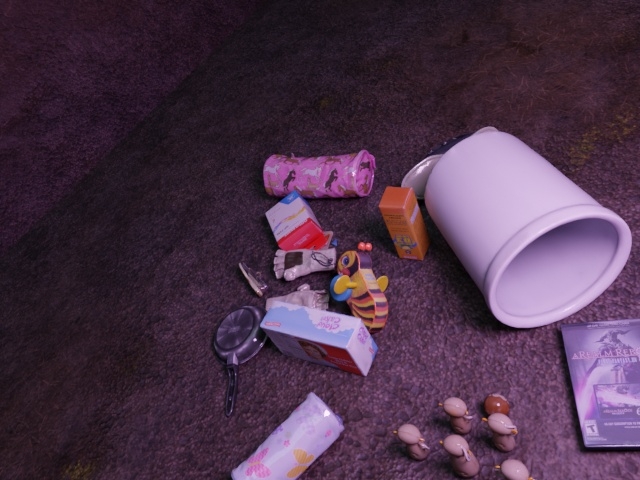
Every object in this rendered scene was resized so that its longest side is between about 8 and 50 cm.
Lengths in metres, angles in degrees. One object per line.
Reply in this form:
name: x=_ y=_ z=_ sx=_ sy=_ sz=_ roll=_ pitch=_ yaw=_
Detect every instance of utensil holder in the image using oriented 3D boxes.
utensil holder: x=0.462 y=-0.043 z=1.270 sx=0.328 sy=0.327 sz=0.385 roll=-26 pitch=42 yaw=3

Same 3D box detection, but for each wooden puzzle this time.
wooden puzzle: x=0.000 y=0.000 z=1.694 sx=0.117 sy=0.014 sz=0.078 roll=-8 pitch=47 yaw=20

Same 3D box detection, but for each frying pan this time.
frying pan: x=-0.258 y=0.317 z=1.505 sx=0.197 sy=0.053 sz=0.326 roll=1 pitch=53 yaw=38

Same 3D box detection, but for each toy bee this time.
toy bee: x=0.091 y=0.092 z=1.414 sx=0.298 sy=0.195 sz=0.162 roll=43 pitch=120 yaw=15

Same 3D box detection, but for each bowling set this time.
bowling set: x=0.308 y=0.376 z=1.077 sx=0.287 sy=0.154 sz=0.199 roll=7 pitch=54 yaw=32

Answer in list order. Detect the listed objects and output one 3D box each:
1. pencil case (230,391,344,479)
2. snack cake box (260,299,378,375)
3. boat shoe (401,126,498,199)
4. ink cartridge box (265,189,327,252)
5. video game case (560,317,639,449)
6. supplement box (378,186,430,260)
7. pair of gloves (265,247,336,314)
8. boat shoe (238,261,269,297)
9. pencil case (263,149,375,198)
pencil case: x=-0.075 y=0.475 z=1.213 sx=0.273 sy=0.113 sz=0.124 roll=-43 pitch=35 yaw=-15
snack cake box: x=-0.004 y=0.248 z=1.361 sx=0.265 sy=0.152 sz=0.089 roll=8 pitch=54 yaw=32
boat shoe: x=0.392 y=-0.242 z=1.654 sx=0.340 sy=0.127 sz=0.113 roll=-37 pitch=14 yaw=2
ink cartridge box: x=-0.080 y=-0.042 z=1.713 sx=0.134 sy=0.078 sz=0.231 roll=-38 pitch=42 yaw=9
video game case: x=0.613 y=0.282 z=1.071 sx=0.196 sy=0.026 sz=0.274 roll=-8 pitch=47 yaw=19
supplement box: x=0.233 y=-0.043 z=1.453 sx=0.078 sy=0.233 sz=0.080 roll=5 pitch=56 yaw=30
pair of gloves: x=-0.062 y=0.126 z=1.565 sx=0.204 sy=0.042 sz=0.240 roll=-3 pitch=59 yaw=24
boat shoe: x=-0.209 y=0.117 z=1.668 sx=0.049 sy=0.056 sz=0.152 roll=-32 pitch=52 yaw=-11
pencil case: x=-0.007 y=-0.223 z=1.808 sx=0.386 sy=0.160 sz=0.167 roll=4 pitch=87 yaw=30
